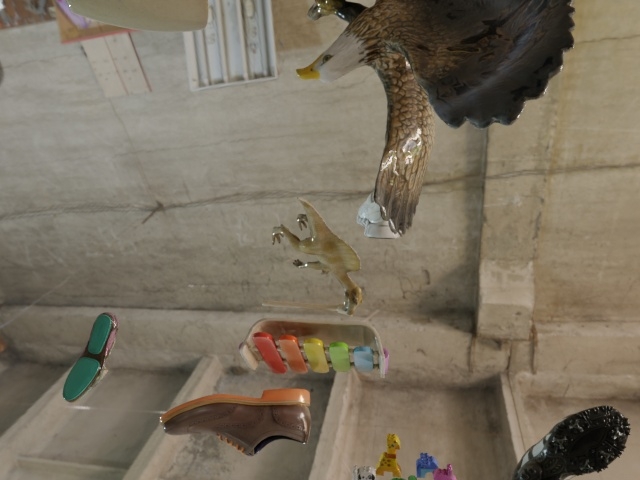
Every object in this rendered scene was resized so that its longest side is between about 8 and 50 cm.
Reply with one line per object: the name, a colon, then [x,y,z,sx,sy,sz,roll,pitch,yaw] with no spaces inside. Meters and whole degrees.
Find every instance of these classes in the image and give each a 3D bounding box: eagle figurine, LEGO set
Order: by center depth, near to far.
eagle figurine: [0.086,-0.184,0.436,0.225,0.226,0.298,-37,-107,17]
LEGO set: [0.174,0.468,0.912,0.226,0.093,0.087,-2,-169,9]

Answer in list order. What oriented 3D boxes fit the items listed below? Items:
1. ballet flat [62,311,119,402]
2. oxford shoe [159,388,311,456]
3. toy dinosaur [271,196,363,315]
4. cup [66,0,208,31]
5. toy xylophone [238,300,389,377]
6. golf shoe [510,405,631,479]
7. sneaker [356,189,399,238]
ballet flat: [-0.552,0.288,1.072,0.076,0.079,0.222,13,-107,11]
oxford shoe: [-0.202,0.438,1.022,0.363,0.130,0.133,-8,-120,2]
toy dinosaur: [0.000,0.000,0.436,0.092,0.183,0.053,21,-120,39]
cup: [-0.389,-0.549,0.817,0.236,0.331,0.331,-24,-144,-17]
toy xylophone: [-0.017,0.215,0.916,0.322,0.236,0.081,-4,-128,15]
golf shoe: [0.346,0.303,0.625,0.198,0.094,0.077,-46,-108,11]
sneaker: [0.164,-0.085,1.207,0.109,0.119,0.292,1,-168,-3]
